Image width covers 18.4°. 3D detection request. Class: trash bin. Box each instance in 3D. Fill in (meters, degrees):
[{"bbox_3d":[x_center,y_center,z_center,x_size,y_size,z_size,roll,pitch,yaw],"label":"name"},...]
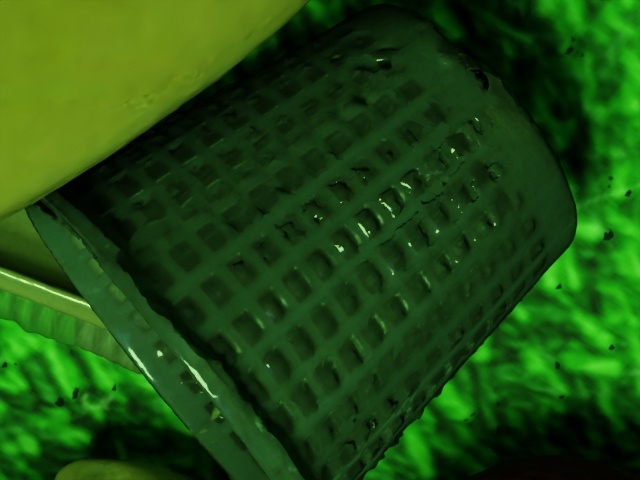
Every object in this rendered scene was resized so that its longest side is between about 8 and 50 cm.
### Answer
[{"bbox_3d":[0.000,0.000,0.737,0.161,0.175,0.175,-40,110,-12],"label":"trash bin"}]

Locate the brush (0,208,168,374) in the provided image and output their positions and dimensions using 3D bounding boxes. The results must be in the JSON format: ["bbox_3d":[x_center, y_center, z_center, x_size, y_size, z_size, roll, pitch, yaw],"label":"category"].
[{"bbox_3d":[-0.163,-0.008,0.838,0.282,0.054,0.048,22,140,-1],"label":"brush"}]

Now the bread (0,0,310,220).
[{"bbox_3d":[-0.197,-0.173,0.636,0.348,0.253,0.376,-20,112,25],"label":"bread"}]

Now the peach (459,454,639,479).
[{"bbox_3d":[0.095,0.208,0.818,0.199,0.243,0.243,18,123,22],"label":"peach"}]

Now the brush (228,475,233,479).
[{"bbox_3d":[-0.006,0.152,0.908,0.043,0.036,0.248,-6,118,19],"label":"brush"}]

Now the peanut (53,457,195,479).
[{"bbox_3d":[-0.104,0.239,0.920,0.147,0.147,0.319,19,118,0],"label":"peanut"}]
